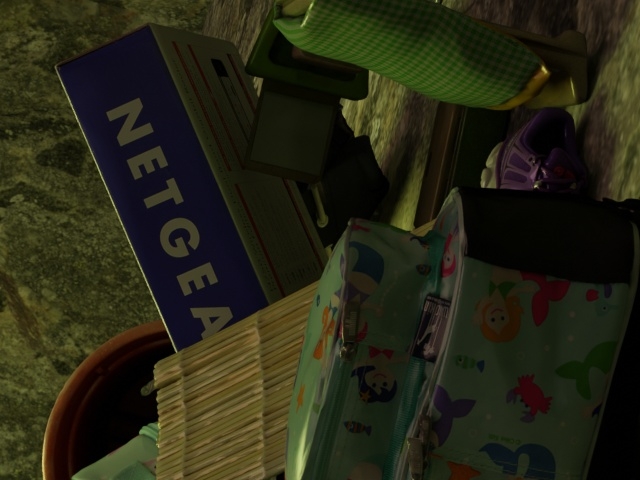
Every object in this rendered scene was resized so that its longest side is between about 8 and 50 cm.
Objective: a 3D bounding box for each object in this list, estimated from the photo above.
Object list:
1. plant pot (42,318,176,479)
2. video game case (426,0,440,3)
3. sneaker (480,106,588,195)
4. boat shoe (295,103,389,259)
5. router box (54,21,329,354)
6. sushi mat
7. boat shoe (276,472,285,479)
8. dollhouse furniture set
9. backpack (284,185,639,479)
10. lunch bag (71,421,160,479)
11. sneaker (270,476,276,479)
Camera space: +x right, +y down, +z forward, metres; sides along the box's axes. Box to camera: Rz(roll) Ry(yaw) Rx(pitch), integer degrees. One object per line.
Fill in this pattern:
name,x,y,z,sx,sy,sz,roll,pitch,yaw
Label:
plant pot,-0.133,0.215,1.909,0.265,0.272,0.272,130,151,-86
video game case,0.107,-0.305,1.784,0.212,0.023,0.193,-91,16,-50
sneaker,0.133,-0.018,1.163,0.071,0.068,0.170,123,158,-45
boat shoe,0.000,0.000,1.824,0.127,0.158,0.340,54,172,26
router box,-0.071,-0.002,1.511,0.301,0.082,0.335,-15,-98,-80
sushi mat,0.013,0.075,1.264,0.316,0.019,0.151,-28,43,20
boat shoe,0.027,0.219,1.354,0.335,0.112,0.095,-176,102,-77
dollhouse furniture set,0.049,-0.083,1.323,0.301,0.198,0.151,-169,92,-81
backpack,0.078,0.099,1.002,0.225,0.191,0.253,-61,-26,-85
lunch bag,-0.071,0.269,1.398,0.279,0.108,0.224,33,148,51
sneaker,-0.009,0.203,1.608,0.215,0.084,0.083,-4,-83,-73
